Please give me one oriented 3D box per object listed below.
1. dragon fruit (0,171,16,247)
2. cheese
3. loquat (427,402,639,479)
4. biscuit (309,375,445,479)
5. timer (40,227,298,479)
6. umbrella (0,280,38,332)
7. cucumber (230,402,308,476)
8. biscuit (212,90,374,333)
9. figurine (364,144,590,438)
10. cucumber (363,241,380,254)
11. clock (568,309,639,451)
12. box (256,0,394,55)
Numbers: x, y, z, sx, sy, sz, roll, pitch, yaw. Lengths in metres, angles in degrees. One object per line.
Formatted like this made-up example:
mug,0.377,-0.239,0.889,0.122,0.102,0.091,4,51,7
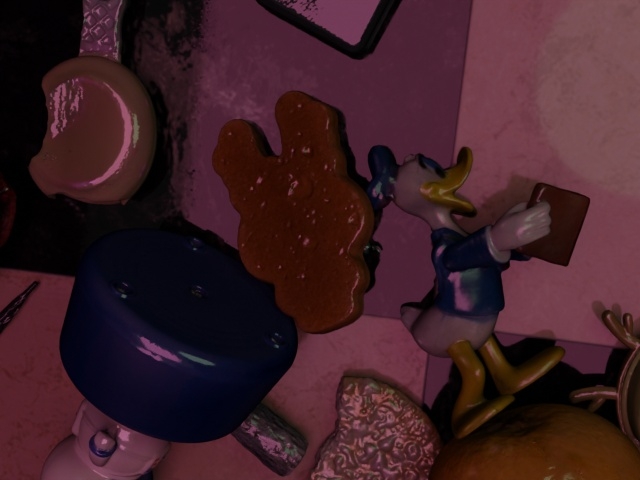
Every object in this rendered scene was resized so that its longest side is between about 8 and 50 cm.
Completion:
dragon fruit,-0.570,-0.021,1.190,0.329,0.228,0.286,37,66,21
cheese,-0.282,-0.188,1.141,0.163,0.082,0.286,4,94,6
loquat,0.251,0.305,1.037,0.263,0.263,0.263,1,96,7
biscuit,0.072,0.299,1.166,0.188,0.040,0.265,-15,93,8
timer,-0.224,0.207,1.110,0.270,0.270,0.383,31,112,3
umbrella,-0.467,0.155,1.217,0.269,0.044,0.044,-43,120,10
cucumber,-0.073,0.250,1.167,0.112,0.064,0.064,38,99,2
biscuit,-0.027,-0.031,1.100,0.186,0.044,0.295,-22,76,26
figurine,0.167,0.010,1.055,0.338,0.205,0.283,51,125,12
cucumber,0.000,0.000,1.145,0.155,0.037,0.037,6,97,8
clock,0.464,0.193,1.080,0.308,0.096,0.235,19,99,6
box,0.036,-0.355,1.087,0.160,0.050,0.230,30,104,5
